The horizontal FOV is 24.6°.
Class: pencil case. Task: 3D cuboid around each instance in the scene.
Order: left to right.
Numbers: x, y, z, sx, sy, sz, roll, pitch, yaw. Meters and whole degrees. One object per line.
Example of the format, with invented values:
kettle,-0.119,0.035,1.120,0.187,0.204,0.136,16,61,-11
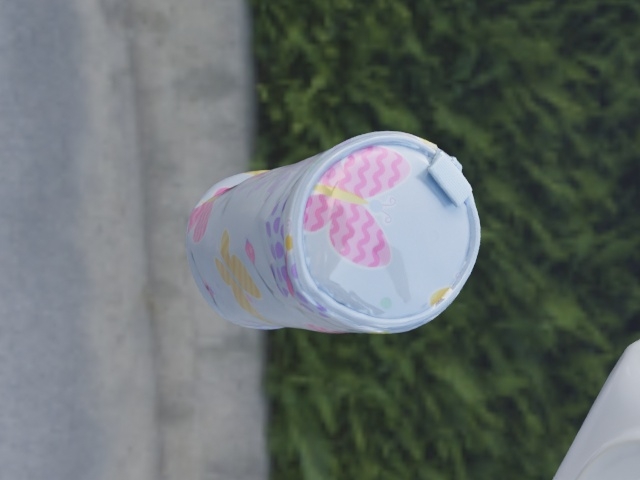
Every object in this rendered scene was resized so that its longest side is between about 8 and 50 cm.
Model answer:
pencil case,0.000,0.000,0.921,0.113,0.124,0.273,65,-16,-6

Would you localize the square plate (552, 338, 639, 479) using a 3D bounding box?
square plate,0.212,0.273,0.840,0.049,0.344,0.347,24,98,-45
